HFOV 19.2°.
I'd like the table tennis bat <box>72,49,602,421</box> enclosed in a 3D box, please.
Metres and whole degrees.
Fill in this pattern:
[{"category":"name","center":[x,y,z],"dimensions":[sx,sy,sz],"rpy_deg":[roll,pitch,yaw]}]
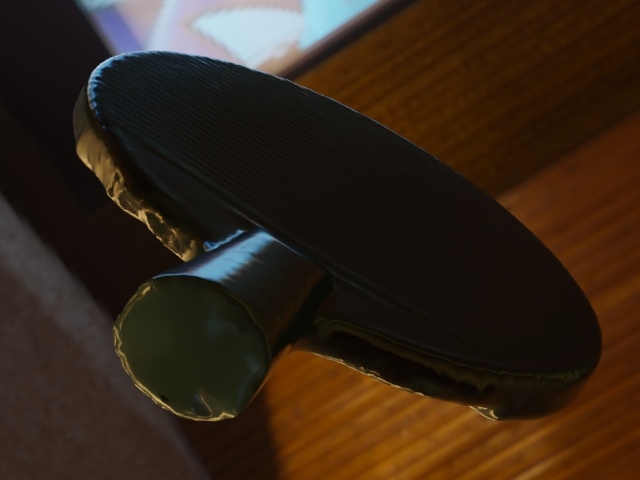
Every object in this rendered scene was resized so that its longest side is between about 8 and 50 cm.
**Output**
[{"category":"table tennis bat","center":[0.000,0.000,0.664],"dimensions":[0.215,0.044,0.329],"rpy_deg":[33,-164,5]}]
